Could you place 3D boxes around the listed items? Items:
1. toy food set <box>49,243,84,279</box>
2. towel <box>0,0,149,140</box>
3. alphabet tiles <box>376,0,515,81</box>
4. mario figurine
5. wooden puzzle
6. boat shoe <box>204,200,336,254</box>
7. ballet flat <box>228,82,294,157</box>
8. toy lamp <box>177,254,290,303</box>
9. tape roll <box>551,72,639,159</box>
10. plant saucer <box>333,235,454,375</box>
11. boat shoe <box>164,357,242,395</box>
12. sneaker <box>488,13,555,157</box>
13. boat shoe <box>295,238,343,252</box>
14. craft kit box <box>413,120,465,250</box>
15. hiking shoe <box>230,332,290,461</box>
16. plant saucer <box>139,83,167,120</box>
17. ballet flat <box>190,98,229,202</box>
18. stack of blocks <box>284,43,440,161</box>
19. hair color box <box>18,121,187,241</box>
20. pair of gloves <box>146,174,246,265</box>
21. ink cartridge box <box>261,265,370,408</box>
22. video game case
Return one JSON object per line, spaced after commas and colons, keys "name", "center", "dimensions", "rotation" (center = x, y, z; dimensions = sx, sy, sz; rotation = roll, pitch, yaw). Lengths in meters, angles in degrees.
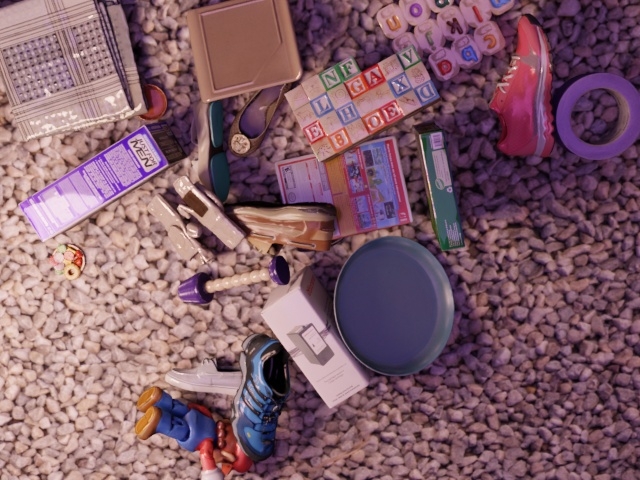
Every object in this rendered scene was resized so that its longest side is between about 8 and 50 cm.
{"name": "toy food set", "center": [-0.609, 0.050, 1.953], "dimensions": [0.082, 0.020, 0.083], "rotation": [25, 102, -2]}
{"name": "towel", "center": [-0.573, -0.404, 1.831], "dimensions": [0.324, 0.056, 0.312], "rotation": [-13, 99, 7]}
{"name": "alphabet tiles", "center": [0.274, -0.510, 1.789], "dimensions": [0.284, 0.021, 0.278], "rotation": [-29, 99, 8]}
{"name": "mario figurine", "center": [-0.305, 0.485, 1.944], "dimensions": [0.320, 0.170, 0.198], "rotation": [34, 60, -26]}
{"name": "wooden puzzle", "center": [-0.168, -0.429, 1.792], "dimensions": [0.238, 0.044, 0.221], "rotation": [-13, 79, 9]}
{"name": "boat shoe", "center": [-0.118, -0.025, 1.822], "dimensions": [0.324, 0.122, 0.120], "rotation": [2, 99, 27]}
{"name": "ballet flat", "center": [-0.133, -0.296, 1.836], "dimensions": [0.084, 0.058, 0.250], "rotation": [35, 101, -4]}
{"name": "toy lamp", "center": [-0.208, 0.095, 1.889], "dimensions": [0.274, 0.080, 0.080], "rotation": [-15, 101, 22]}
{"name": "tape roll", "center": [0.606, -0.275, 1.792], "dimensions": [0.189, 0.080, 0.189], "rotation": [1, 102, 4]}
{"name": "plant saucer", "center": [0.164, 0.149, 1.853], "dimensions": [0.317, 0.043, 0.318], "rotation": [5, 80, -26]}
{"name": "boat shoe", "center": [-0.260, 0.323, 1.970], "dimensions": [0.227, 0.079, 0.081], "rotation": [8, 96, -5]}
{"name": "sneaker", "center": [0.434, -0.331, 1.771], "dimensions": [0.136, 0.116, 0.314], "rotation": [-5, 102, 5]}
{"name": "boat shoe", "center": [0.000, 0.000, 1.902], "dimensions": [0.125, 0.038, 0.046], "rotation": [-12, 101, 6]}
{"name": "craft kit box", "center": [0.254, -0.125, 1.757], "dimensions": [0.061, 0.246, 0.250], "rotation": [-11, 101, 8]}
{"name": "hiking shoe", "center": [-0.134, 0.371, 1.890], "dimensions": [0.113, 0.132, 0.304], "rotation": [-2, 93, -36]}
{"name": "plant saucer", "center": [-0.393, -0.317, 1.868], "dimensions": [0.083, 0.013, 0.084], "rotation": [1, 101, 3]}
{"name": "ballet flat", "center": [-0.258, -0.206, 1.860], "dimensions": [0.086, 0.086, 0.248], "rotation": [0, 100, 3]}
{"name": "stack of blocks", "center": [0.094, -0.315, 1.782], "dimensions": [0.297, 0.087, 0.171], "rotation": [-27, 89, 12]}
{"name": "hair color box", "center": [-0.482, -0.137, 1.823], "dimensions": [0.338, 0.185, 0.110], "rotation": [-29, 98, 8]}
{"name": "pair of gloves", "center": [-0.292, -0.038, 1.844], "dimensions": [0.204, 0.042, 0.240], "rotation": [52, 141, -9]}
{"name": "ink cartridge box", "center": [-0.005, 0.216, 1.866], "dimensions": [0.114, 0.198, 0.273], "rotation": [-34, 98, 10]}
{"name": "video game case", "center": [0.053, -0.111, 1.864], "dimensions": [0.285, 0.025, 0.204], "rotation": [-12, 89, 6]}
